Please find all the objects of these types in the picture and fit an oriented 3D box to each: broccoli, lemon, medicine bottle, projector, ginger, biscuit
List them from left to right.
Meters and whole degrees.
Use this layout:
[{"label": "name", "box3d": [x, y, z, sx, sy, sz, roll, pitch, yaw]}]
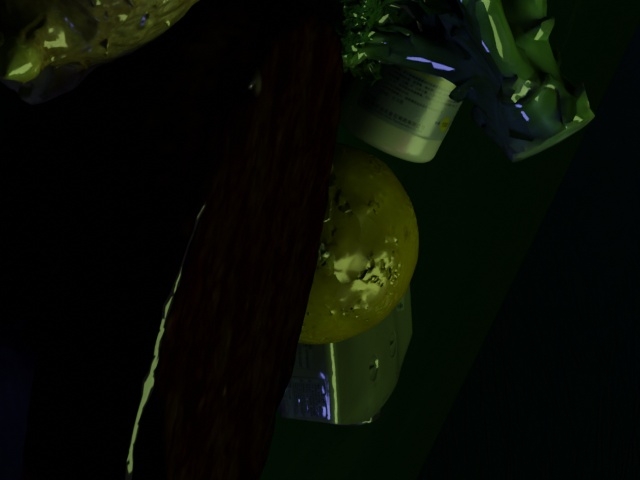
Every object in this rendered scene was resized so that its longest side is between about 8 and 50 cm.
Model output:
[{"label": "ginger", "box3d": [-0.115, -0.150, 1.009, 0.157, 0.102, 0.216, -35, -166, 45]}, {"label": "biscuit", "box3d": [-0.082, 0.044, 1.145, 0.407, 0.091, 0.407, 15, 90, -80]}, {"label": "lemon", "box3d": [0.000, 0.000, 1.606, 0.173, 0.173, 0.206, -64, 166, 18]}, {"label": "projector", "box3d": [0.019, 0.082, 1.872, 0.269, 0.088, 0.193, -42, 131, -65]}, {"label": "medicine bottle", "box3d": [0.096, -0.172, 1.732, 0.187, 0.103, 0.103, -63, 167, 16]}, {"label": "broccoli", "box3d": [0.108, -0.186, 1.403, 0.270, 0.270, 0.270, -29, 170, -6]}]

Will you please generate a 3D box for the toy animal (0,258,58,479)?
[{"label": "toy animal", "box3d": [-0.247, 0.166, 1.143, 0.343, 0.106, 0.168, -58, 179, -19]}]
